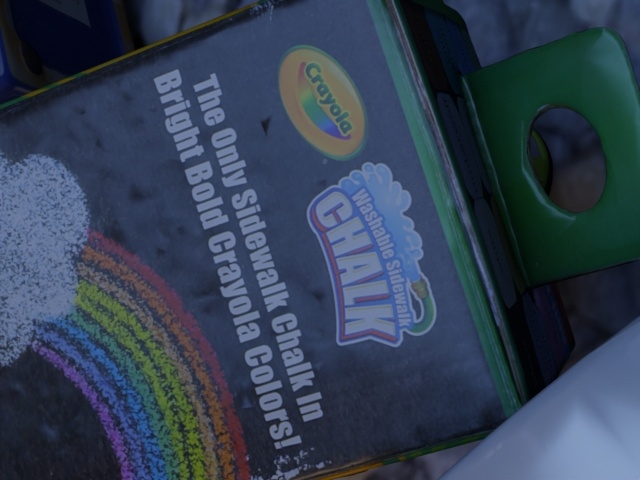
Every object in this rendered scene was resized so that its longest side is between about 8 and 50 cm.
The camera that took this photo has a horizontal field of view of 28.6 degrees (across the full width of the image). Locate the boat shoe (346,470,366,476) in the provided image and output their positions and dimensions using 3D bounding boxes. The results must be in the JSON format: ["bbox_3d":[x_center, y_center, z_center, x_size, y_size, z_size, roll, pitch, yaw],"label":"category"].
[{"bbox_3d":[-0.100,0.151,0.710,0.285,0.103,0.092,-30,70,13],"label":"boat shoe"}]

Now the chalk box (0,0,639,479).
[{"bbox_3d":[0.000,0.000,0.537,0.289,0.179,0.180,-18,89,16],"label":"chalk box"}]

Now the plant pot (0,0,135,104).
[{"bbox_3d":[-0.238,-0.116,0.723,0.212,0.236,0.235,-18,78,16],"label":"plant pot"}]

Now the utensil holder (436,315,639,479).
[{"bbox_3d":[0.230,0.207,0.441,0.327,0.328,0.385,-42,68,16],"label":"utensil holder"}]

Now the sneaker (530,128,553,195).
[{"bbox_3d":[0.010,-0.053,0.675,0.235,0.097,0.084,4,87,24],"label":"sneaker"}]
